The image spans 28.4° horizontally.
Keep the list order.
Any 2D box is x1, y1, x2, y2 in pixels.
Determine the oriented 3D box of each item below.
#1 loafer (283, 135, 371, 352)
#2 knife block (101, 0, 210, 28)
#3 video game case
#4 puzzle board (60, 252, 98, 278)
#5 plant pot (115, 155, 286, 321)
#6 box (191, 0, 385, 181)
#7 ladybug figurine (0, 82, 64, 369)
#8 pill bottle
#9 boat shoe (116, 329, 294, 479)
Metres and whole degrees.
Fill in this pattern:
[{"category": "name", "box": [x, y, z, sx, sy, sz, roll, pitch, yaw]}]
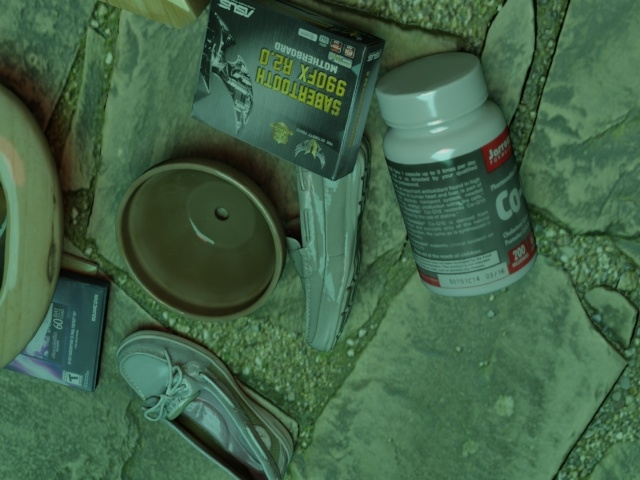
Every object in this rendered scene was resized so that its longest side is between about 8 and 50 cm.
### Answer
[{"category": "loafer", "box": [0.000, 0.000, 1.726, 0.111, 0.112, 0.320, 9, 110, 9]}, {"category": "knife block", "box": [-0.248, -0.418, 1.555, 0.275, 0.088, 0.242, 20, 118, -1]}, {"category": "video game case", "box": [-0.456, 0.111, 1.881, 0.274, 0.026, 0.196, 14, 121, 2]}, {"category": "puzzle board", "box": [-0.397, 0.054, 1.861, 0.128, 0.011, 0.096, 20, 119, -1]}, {"category": "plant pot", "box": [-0.150, -0.017, 1.724, 0.237, 0.110, 0.237, 8, 119, 14]}, {"category": "box", "box": [-0.046, -0.203, 1.602, 0.231, 0.056, 0.183, 26, 118, 23]}, {"category": "ladybug figurine", "box": [-0.488, -0.018, 1.725, 0.305, 0.162, 0.449, 12, 107, 4]}, {"category": "pill bottle", "box": [0.172, -0.085, 1.622, 0.161, 0.161, 0.283, -12, 115, 14]}, {"category": "boat shoe", "box": [-0.173, 0.257, 1.878, 0.118, 0.103, 0.320, -39, 106, 23]}]
